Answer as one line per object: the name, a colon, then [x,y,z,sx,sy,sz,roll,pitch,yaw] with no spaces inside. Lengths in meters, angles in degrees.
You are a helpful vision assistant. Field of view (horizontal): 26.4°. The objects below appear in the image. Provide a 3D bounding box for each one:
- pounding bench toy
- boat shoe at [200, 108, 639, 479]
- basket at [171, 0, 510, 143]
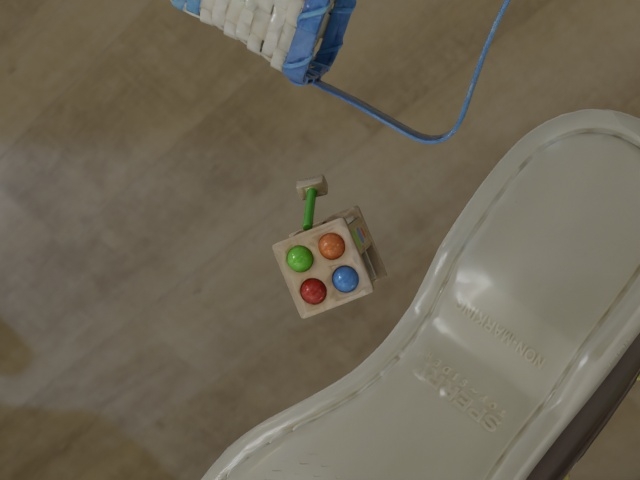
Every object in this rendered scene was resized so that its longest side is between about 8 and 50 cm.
pounding bench toy: [0.000,0.000,0.893,0.052,0.065,0.083,-22,93,14]
boat shoe: [0.048,0.091,0.591,0.116,0.097,0.324,41,95,28]
basket: [0.035,-0.251,1.218,0.289,0.201,0.255,27,109,7]
